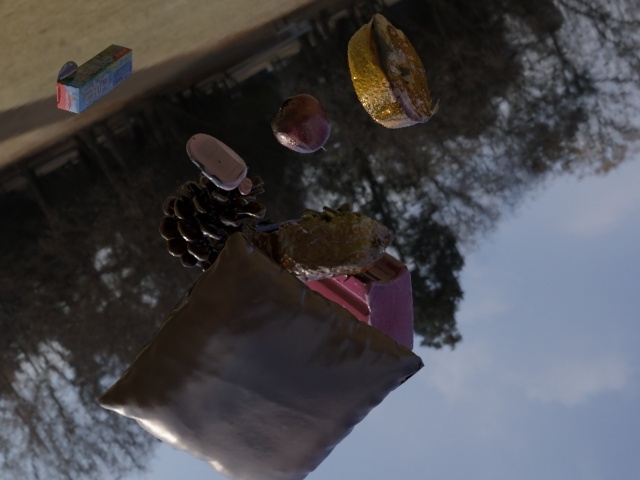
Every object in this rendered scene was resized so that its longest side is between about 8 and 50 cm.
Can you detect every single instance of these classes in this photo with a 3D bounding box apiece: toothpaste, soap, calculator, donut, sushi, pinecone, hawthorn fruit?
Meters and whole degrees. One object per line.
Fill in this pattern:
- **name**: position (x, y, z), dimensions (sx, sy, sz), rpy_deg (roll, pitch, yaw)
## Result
- **toothpaste**: position (-0.391, -0.295, 1.486), dimensions (0.044, 0.070, 0.193), rpy_deg (16, -145, 9)
- **soap**: position (0.053, 0.106, 1.949), dimensions (0.128, 0.233, 0.359), rpy_deg (-22, -146, -27)
- **calculator**: position (-0.208, -0.160, 1.778), dimensions (0.024, 0.166, 0.103), rpy_deg (-44, -170, 42)
- **donut**: position (0.153, -0.355, 1.804), dimensions (0.118, 0.254, 0.253), rpy_deg (-18, -164, 31)
- **sushi**: position (0.003, 0.000, 1.738), dimensions (0.296, 0.179, 0.167), rpy_deg (-11, 168, 5)
- **pinecone**: position (-0.251, -0.058, 2.057), dimensions (0.309, 0.244, 0.244), rpy_deg (-39, -176, 36)
- **hawthorn fruit**: position (-0.040, -0.292, 2.200), dimensions (0.148, 0.172, 0.148), rpy_deg (-43, -165, 15)

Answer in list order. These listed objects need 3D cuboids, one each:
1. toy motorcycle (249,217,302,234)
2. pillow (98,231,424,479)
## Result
- **toy motorcycle**: position (-0.055, 0.027, 2.277), dimensions (0.358, 0.213, 0.125), rpy_deg (-13, 144, -25)
- **pillow**: position (-0.078, 0.183, 1.090), dimensions (0.308, 0.305, 0.108), rpy_deg (-49, -163, 18)
